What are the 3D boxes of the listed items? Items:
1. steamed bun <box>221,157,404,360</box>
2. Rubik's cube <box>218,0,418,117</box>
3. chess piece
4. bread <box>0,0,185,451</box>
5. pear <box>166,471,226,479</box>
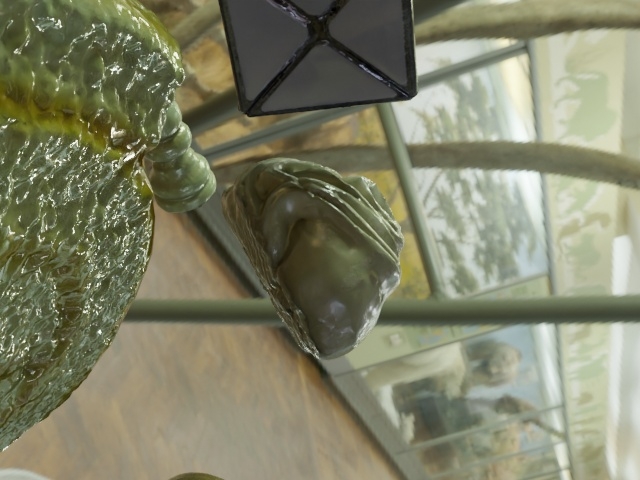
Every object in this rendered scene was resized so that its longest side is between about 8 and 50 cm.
[{"bbox_3d":[0.005,0.009,1.333,0.310,0.219,0.324,62,-8,-1],"label":"steamed bun"},{"bbox_3d":[-0.005,-0.341,1.171,0.260,0.259,0.255,-87,170,-49],"label":"Rubik's cube"},{"bbox_3d":[-0.303,-0.184,1.734,0.133,0.133,0.243,-99,175,-46],"label":"chess piece"},{"bbox_3d":[-0.227,-0.054,0.528,0.239,0.395,0.264,36,32,13],"label":"bread"},{"bbox_3d":[-0.179,0.517,1.342,0.304,0.303,0.304,-17,90,-82],"label":"pear"}]
